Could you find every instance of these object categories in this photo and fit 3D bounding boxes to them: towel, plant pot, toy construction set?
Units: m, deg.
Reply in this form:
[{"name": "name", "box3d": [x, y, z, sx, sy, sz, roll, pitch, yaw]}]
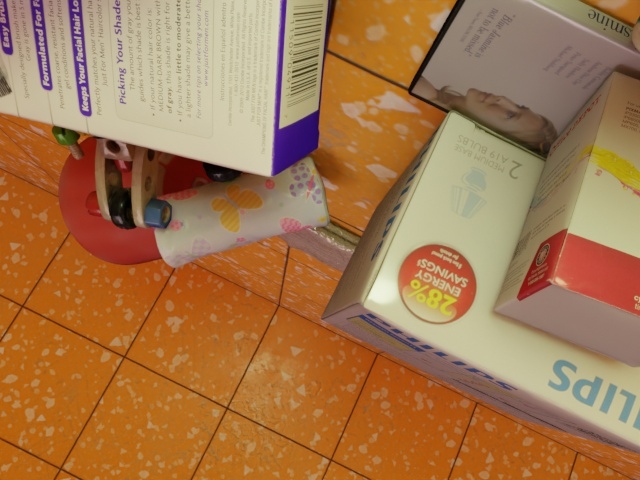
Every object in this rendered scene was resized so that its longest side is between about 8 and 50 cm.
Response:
[{"name": "towel", "box3d": [0.000, 0.000, 1.164, 0.282, 0.049, 0.187, 28, 165, -7]}, {"name": "plant pot", "box3d": [-0.297, -0.085, 1.026, 0.243, 0.274, 0.275, -1, 150, 39]}, {"name": "toy construction set", "box3d": [-0.272, -0.191, 0.750, 0.309, 0.257, 0.237, 28, 149, 27]}]

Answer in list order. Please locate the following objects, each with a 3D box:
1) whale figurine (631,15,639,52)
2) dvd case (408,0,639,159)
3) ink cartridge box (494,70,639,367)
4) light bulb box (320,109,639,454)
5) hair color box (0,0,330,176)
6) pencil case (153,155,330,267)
[{"name": "whale figurine", "box3d": [0.232, -0.143, 0.236, 0.216, 0.141, 0.272, 22, -172, 16]}, {"name": "dvd case", "box3d": [0.214, -0.121, 0.476, 0.253, 0.022, 0.180, 26, 164, -1]}, {"name": "ink cartridge box", "box3d": [0.238, -0.010, 0.429, 0.127, 0.176, 0.128, 21, 165, 7]}, {"name": "light bulb box", "box3d": [0.218, 0.072, 0.684, 0.358, 0.225, 0.361, 26, 168, -1]}, {"name": "hair color box", "box3d": [-0.165, -0.189, 0.490, 0.339, 0.110, 0.185, 15, 118, 16]}, {"name": "pencil case", "box3d": [-0.122, -0.043, 0.845, 0.273, 0.113, 0.124, -16, 174, -1]}]
